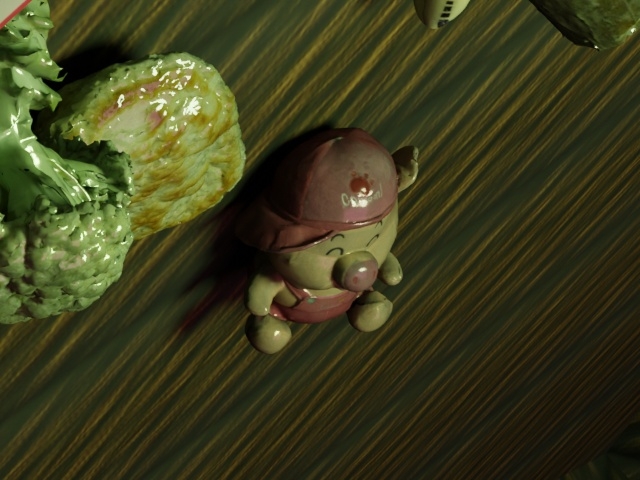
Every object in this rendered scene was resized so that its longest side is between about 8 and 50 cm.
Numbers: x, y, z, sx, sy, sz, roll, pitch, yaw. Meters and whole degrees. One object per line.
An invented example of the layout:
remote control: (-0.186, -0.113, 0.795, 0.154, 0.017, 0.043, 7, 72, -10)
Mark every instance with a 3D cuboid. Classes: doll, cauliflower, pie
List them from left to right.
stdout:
cauliflower: (-0.260, -0.065, 1.446, 0.272, 0.250, 0.275, 7, 178, -12)
pie: (-0.168, -0.077, 1.693, 0.201, 0.090, 0.248, -27, 156, -9)
doll: (0.003, 0.002, 2.049, 0.196, 0.152, 0.256, -43, 158, -37)

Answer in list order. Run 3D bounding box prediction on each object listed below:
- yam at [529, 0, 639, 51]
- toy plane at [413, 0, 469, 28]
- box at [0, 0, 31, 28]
yam: (0.171, -0.310, 1.581, 0.195, 0.195, 0.300, -46, 119, 9)
toy plane: (0.122, -0.292, 1.775, 0.229, 0.092, 0.244, -28, 156, -36)
box: (-0.227, -0.289, 0.887, 0.300, 0.312, 0.314, -41, 158, 2)
